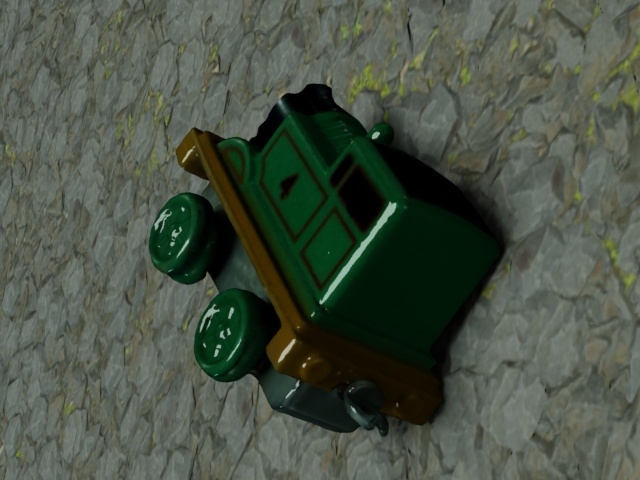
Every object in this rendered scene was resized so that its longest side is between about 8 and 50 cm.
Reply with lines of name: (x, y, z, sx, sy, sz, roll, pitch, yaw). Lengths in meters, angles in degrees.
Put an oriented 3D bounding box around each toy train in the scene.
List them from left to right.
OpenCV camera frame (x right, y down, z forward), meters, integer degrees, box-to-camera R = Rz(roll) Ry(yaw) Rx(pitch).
toy train: (0.000, 0.000, 1.320, 0.249, 0.178, 0.429, -53, 35, 18)
